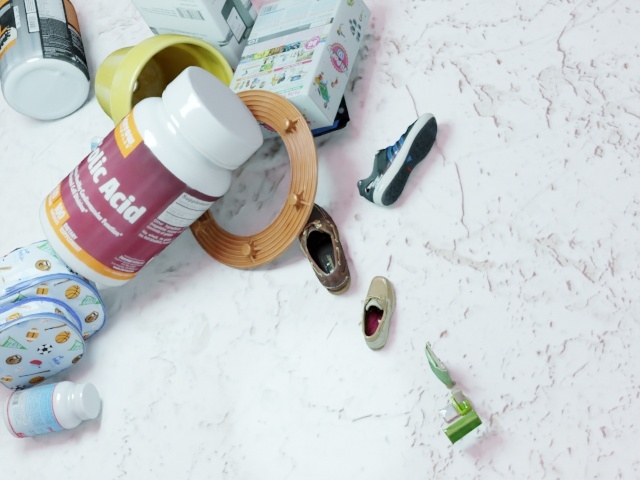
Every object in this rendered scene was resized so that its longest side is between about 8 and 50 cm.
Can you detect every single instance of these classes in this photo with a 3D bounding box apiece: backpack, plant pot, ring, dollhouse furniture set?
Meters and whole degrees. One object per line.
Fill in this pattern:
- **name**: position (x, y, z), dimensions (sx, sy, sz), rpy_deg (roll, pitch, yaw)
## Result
- **backpack**: position (-0.537, 0.130, 1.811), dimensions (0.263, 0.276, 0.213), rpy_deg (-33, 59, -6)
- **plant pot**: position (-0.335, -0.298, 1.992), dimensions (0.239, 0.254, 0.254), rpy_deg (23, 72, 47)
- **ring**: position (-0.144, -0.117, 1.829), dimensions (0.336, 0.032, 0.337), rpy_deg (-5, 82, 37)
- **dollhouse furniture set**: position (0.190, 0.241, 1.543), dimensions (0.058, 0.076, 0.152), rpy_deg (-33, 55, 1)

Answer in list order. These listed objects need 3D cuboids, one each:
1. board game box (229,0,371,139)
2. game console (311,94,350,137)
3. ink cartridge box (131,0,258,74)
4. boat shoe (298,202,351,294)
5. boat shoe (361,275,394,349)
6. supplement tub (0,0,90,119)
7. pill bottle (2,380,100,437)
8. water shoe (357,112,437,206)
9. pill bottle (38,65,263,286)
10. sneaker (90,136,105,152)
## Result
- **board game box**: position (-0.049, -0.353, 1.940), dimensions (0.224, 0.097, 0.303), rpy_deg (-7, 51, 36)
- **game console**: position (-0.011, -0.242, 1.911), dimensions (0.122, 0.071, 0.107), rpy_deg (-16, 76, 13)
- **ink cartridge box**: position (-0.259, -0.480, 2.028), dimensions (0.211, 0.289, 0.122), rpy_deg (15, 65, 29)
- **boat shoe**: position (0.000, 0.000, 1.768), dimensions (0.073, 0.073, 0.207), rpy_deg (-30, 53, 5)
- **boat shoe**: position (0.097, 0.117, 1.674), dimensions (0.050, 0.045, 0.135), rpy_deg (-7, 59, 19)
- **supplement tub**: position (-0.637, -0.444, 2.223), dimensions (0.193, 0.193, 0.316), rpy_deg (-25, 54, 7)
- **pill bottle**: position (-0.487, 0.304, 1.782), dimensions (0.160, 0.087, 0.087), rpy_deg (-13, 57, 15)
- **water shoe**: position (0.139, -0.160, 1.804), dimensions (0.080, 0.073, 0.203), rpy_deg (23, 72, 34)
- **pill bottle**: position (-0.304, -0.115, 1.778), dimensions (0.392, 0.224, 0.224), rpy_deg (-41, 52, 19)
- **sneaker**: position (-0.419, -0.172, 2.064), dimensions (0.162, 0.063, 0.073), rpy_deg (9, 83, 31)
